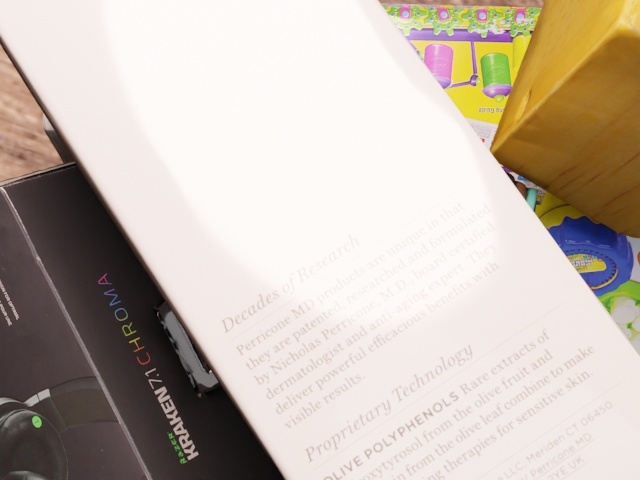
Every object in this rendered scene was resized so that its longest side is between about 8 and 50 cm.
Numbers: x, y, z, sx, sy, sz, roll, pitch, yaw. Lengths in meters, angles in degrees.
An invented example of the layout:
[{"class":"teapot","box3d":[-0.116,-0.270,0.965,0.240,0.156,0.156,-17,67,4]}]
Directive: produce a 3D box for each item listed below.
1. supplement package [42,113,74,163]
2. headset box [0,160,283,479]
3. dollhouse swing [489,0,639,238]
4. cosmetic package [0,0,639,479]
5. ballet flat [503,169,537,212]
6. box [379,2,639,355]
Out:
[{"class":"supplement package","box3d":[-0.103,-0.184,0.906,0.145,0.204,0.262,-1,85,-6]},{"class":"headset box","box3d":[-0.166,0.108,0.838,0.283,0.131,0.246,-30,86,35]},{"class":"dollhouse swing","box3d":[0.301,-0.159,0.731,0.305,0.315,0.347,23,78,-3]},{"class":"cosmetic package","box3d":[0.000,0.000,0.663,0.155,0.197,0.365,-34,74,-5]},{"class":"ballet flat","box3d":[0.059,0.093,0.784,0.096,0.095,0.280,7,76,5]},{"class":"box","box3d":[0.133,0.001,0.922,0.290,0.177,0.279,1,85,-5]}]
